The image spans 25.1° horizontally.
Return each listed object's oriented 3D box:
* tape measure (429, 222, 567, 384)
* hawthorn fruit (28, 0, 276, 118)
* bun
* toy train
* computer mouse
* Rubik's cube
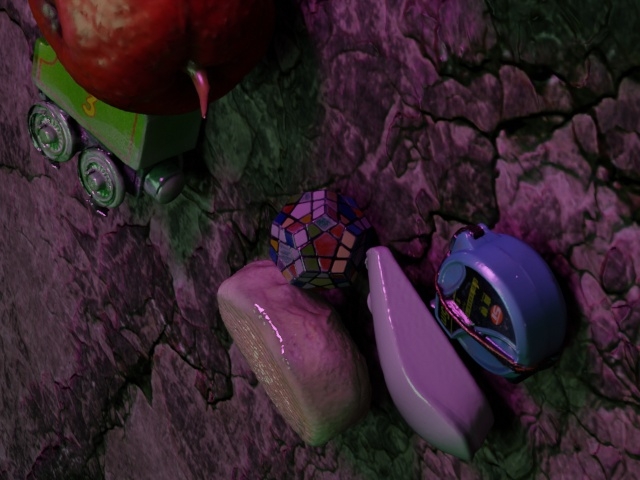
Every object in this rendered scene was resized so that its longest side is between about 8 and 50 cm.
[{"bbox_3d":[0.160,0.056,1.298,0.146,0.081,0.125,48,150,30],"label":"tape measure"},{"bbox_3d":[-0.173,-0.255,1.480,0.261,0.258,0.258,35,143,0],"label":"hawthorn fruit"},{"bbox_3d":[-0.018,0.118,1.561,0.221,0.108,0.221,55,167,20],"label":"bun"},{"bbox_3d":[-0.251,-0.158,1.739,0.243,0.132,0.188,39,133,26],"label":"toy train"},{"bbox_3d":[0.091,0.112,1.407,0.231,0.079,0.128,60,175,21],"label":"computer mouse"},{"bbox_3d":[0.000,0.000,1.498,0.111,0.111,0.093,25,156,49],"label":"Rubik's cube"}]
